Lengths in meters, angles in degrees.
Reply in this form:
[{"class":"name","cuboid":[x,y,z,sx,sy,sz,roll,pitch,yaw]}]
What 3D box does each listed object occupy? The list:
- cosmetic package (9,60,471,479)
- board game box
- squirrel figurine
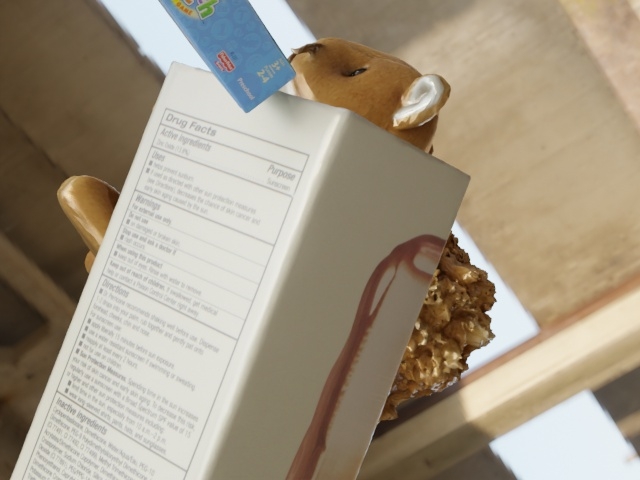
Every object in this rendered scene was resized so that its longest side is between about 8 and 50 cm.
[{"class":"cosmetic package","cuboid":[-0.051,0.066,0.707,0.153,0.296,0.129,23,-178,42]},{"class":"board game box","cuboid":[-0.101,-0.178,0.642,0.160,0.039,0.211,53,180,-44]},{"class":"squirrel figurine","cuboid":[0.000,0.000,1.199,0.397,0.370,0.281,48,166,16]}]
